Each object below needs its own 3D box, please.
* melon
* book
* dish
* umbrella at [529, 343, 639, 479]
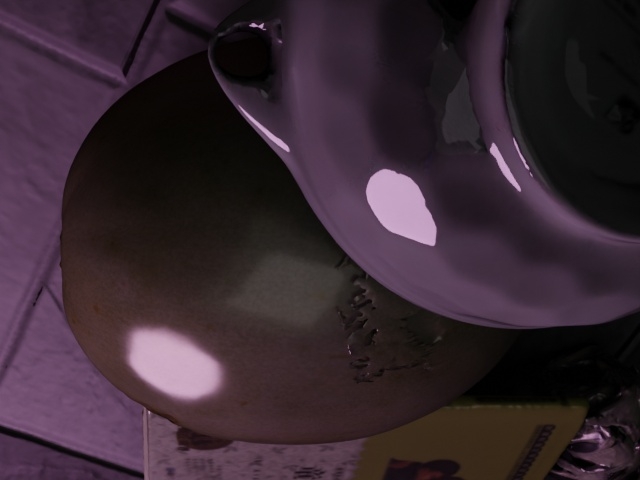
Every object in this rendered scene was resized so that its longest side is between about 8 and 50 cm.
[{"bbox_3d":[0.000,0.000,0.564,0.330,0.268,0.268,-1,117,-14],"label":"melon"},{"bbox_3d":[0.024,0.193,0.737,0.352,0.035,0.239,2,141,-7],"label":"book"},{"bbox_3d":[0.118,-0.082,0.378,0.303,0.120,0.303,-3,101,-14],"label":"dish"},{"bbox_3d":[0.297,0.254,0.809,0.106,0.113,0.358,-37,117,-12],"label":"umbrella"}]
